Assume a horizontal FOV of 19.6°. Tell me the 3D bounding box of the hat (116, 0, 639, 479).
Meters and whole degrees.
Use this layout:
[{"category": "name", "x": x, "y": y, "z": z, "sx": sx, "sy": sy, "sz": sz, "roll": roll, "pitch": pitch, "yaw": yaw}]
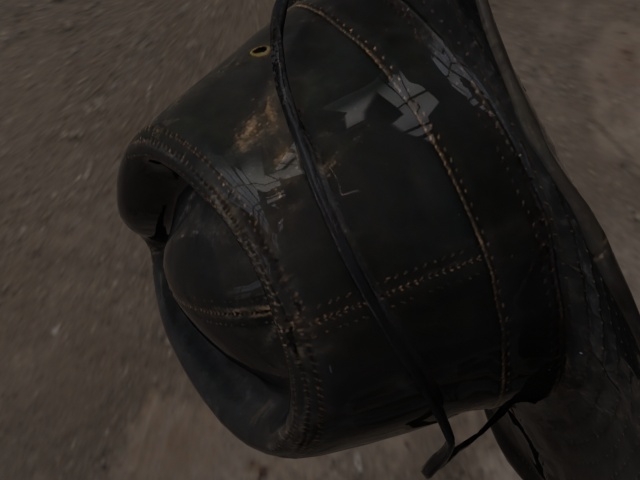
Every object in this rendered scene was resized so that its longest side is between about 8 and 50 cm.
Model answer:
[{"category": "hat", "x": 0.000, "y": 0.000, "z": 0.704, "sx": 0.134, "sy": 0.331, "sz": 0.331, "roll": -26, "pitch": 99, "yaw": -8}]
